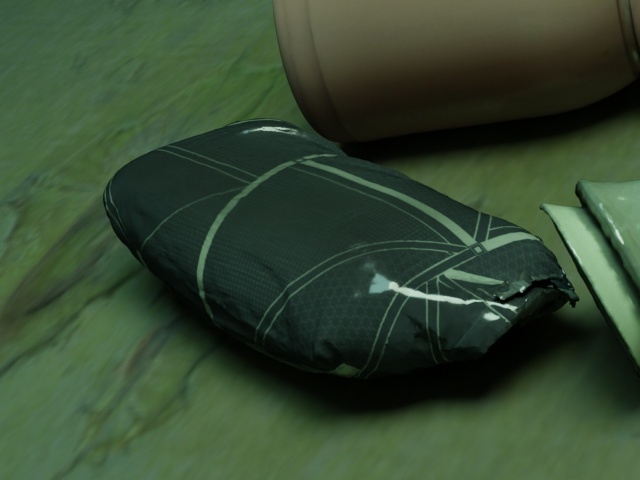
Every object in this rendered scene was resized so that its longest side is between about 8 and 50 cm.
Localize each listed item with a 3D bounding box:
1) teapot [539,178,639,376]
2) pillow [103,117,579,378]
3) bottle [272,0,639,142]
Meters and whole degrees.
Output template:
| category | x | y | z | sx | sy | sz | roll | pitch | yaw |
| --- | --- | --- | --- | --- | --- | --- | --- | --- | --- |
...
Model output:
| category | x | y | z | sx | sy | sz | roll | pitch | yaw |
| --- | --- | --- | --- | --- | --- | --- | --- | --- | --- |
| teapot | 0.248 | -0.032 | 0.793 | 0.251 | 0.183 | 0.183 | -29 | 31 | 6 |
| pillow | 0.000 | 0.000 | 0.936 | 0.161 | 0.092 | 0.335 | -31 | 34 | -26 |
| bottle | 0.135 | -0.168 | 1.062 | 0.297 | 0.173 | 0.206 | -7 | 0 | 19 |
